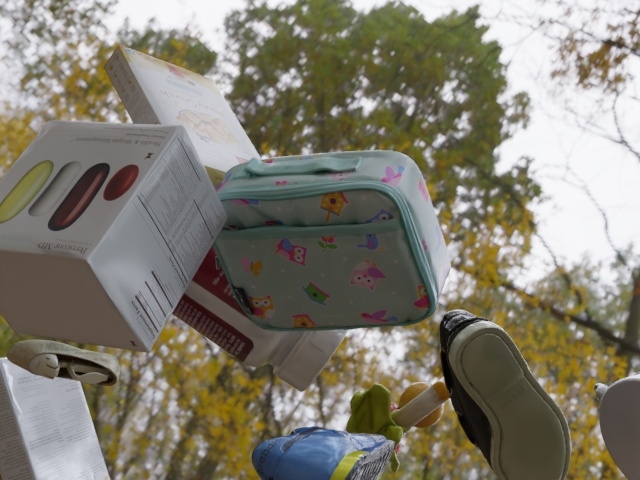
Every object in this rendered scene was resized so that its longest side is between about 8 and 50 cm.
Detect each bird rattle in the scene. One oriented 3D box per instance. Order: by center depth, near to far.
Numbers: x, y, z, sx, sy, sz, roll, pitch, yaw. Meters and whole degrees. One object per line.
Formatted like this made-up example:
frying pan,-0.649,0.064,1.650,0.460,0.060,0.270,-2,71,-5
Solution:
bird rattle,0.156,0.310,1.765,0.143,0.207,0.253,57,6,19

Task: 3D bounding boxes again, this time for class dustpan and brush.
dustpan and brush,0.386,0.220,1.289,0.211,0.060,0.147,-152,-120,-70

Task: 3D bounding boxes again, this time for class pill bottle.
pill bottle,-0.141,0.089,1.859,0.392,0.224,0.224,35,-38,-1

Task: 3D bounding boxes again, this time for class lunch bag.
lunch bag,0.000,0.000,1.221,0.279,0.108,0.224,-4,-52,25

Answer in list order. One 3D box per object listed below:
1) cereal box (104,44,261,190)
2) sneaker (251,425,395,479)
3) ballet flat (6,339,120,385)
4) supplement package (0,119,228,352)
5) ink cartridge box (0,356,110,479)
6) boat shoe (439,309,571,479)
cereal box,-0.172,-0.151,1.355,0.047,0.173,0.240,-50,-128,23
sneaker,0.004,0.174,0.796,0.082,0.069,0.209,21,-5,17
ballet flat,-0.377,0.183,1.504,0.168,0.052,0.057,10,-62,-22
supplement package,-0.246,-0.011,1.112,0.194,0.203,0.149,4,-42,27
ink cartridge box,-0.485,0.362,1.816,0.071,0.324,0.330,-18,-95,6
boat shoe,0.251,0.232,1.445,0.340,0.127,0.113,55,-4,-30
